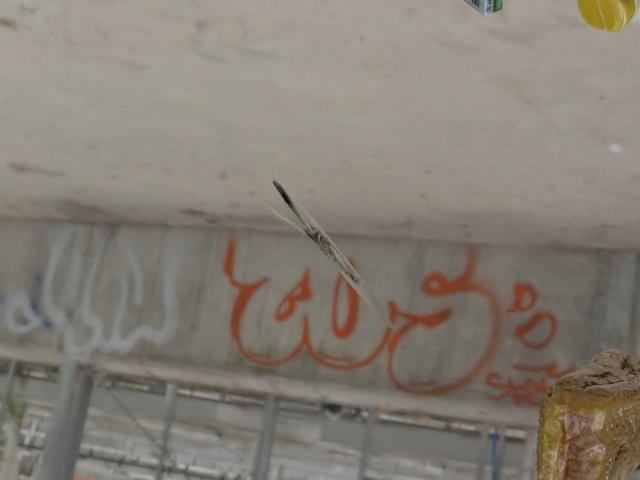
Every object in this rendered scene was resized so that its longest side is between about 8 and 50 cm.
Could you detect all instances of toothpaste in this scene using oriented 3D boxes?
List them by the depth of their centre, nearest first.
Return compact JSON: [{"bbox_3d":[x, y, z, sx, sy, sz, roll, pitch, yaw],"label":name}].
[{"bbox_3d":[0.202,-0.390,1.527,0.037,0.178,0.043,-21,136,-20],"label":"toothpaste"}]

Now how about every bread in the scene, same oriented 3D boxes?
[{"bbox_3d":[0.264,0.183,0.997,0.077,0.139,0.271,10,-173,24],"label":"bread"}]

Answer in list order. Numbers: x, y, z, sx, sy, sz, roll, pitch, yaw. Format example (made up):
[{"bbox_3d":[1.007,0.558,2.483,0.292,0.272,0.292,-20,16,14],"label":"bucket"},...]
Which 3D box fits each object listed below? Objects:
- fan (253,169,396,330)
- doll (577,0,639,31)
[{"bbox_3d":[0.001,-0.001,1.105,0.233,0.012,0.414,51,-176,13],"label":"fan"},{"bbox_3d":[0.360,-0.318,1.005,0.141,0.314,0.177,24,144,50],"label":"doll"}]
